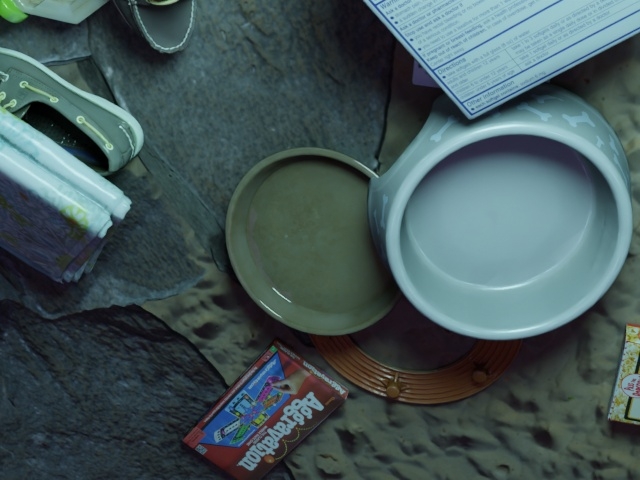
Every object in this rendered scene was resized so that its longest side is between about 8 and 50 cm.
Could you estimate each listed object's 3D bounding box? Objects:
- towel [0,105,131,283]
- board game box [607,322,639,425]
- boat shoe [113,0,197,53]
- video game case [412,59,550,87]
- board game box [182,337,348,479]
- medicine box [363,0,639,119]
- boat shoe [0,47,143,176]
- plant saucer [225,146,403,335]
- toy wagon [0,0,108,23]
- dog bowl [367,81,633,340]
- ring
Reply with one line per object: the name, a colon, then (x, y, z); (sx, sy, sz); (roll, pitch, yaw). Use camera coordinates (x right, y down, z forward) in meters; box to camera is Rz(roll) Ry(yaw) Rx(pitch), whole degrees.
towel: (-0.453, -0.094, 1.557); (0.374, 0.090, 0.320); (35, 154, -10)
board game box: (0.511, 0.202, 1.561); (0.193, 0.045, 0.147); (10, 123, 10)
boat shoe: (-0.198, -0.345, 1.347); (0.116, 0.097, 0.324); (-19, 142, -15)
video game case: (0.206, -0.269, 1.374); (0.173, 0.022, 0.191); (9, 123, 10)
board game box: (-0.093, 0.284, 1.802); (0.145, 0.027, 0.281); (36, 124, -9)
medicine box: (0.192, -0.314, 1.195); (0.263, 0.149, 0.289); (-26, 131, 29)
boat shoe: (-0.402, -0.180, 1.566); (0.304, 0.091, 0.109); (24, 124, 1)
plant saucer: (0.000, 0.000, 1.564); (0.277, 0.041, 0.278); (7, 112, 17)
toy wagon: (-0.374, -0.446, 1.409); (0.267, 0.068, 0.344); (-28, 109, 28)
dog bowl: (0.233, -0.025, 1.421); (0.348, 0.102, 0.349); (0, 118, 0)
ring: (0.127, 0.109, 1.626); (0.336, 0.032, 0.337); (7, 122, 11)
